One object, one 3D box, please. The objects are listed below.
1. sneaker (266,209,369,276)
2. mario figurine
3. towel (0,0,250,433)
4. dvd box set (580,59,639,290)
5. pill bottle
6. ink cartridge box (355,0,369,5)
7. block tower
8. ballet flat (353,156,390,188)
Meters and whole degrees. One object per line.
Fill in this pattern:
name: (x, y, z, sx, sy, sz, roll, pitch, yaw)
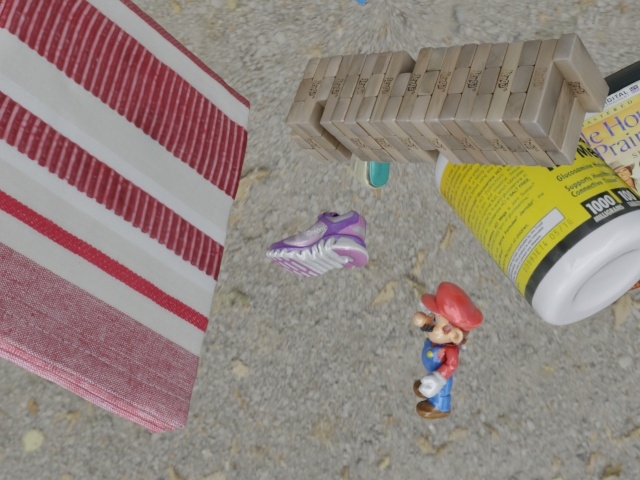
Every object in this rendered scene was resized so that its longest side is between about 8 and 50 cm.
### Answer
sneaker: (0.000, 0.000, 1.531, 0.236, 0.104, 0.095, -11, 148, 43)
mario figurine: (0.249, 0.238, 1.875, 0.170, 0.198, 0.320, -10, 119, -35)
towel: (-0.165, -0.049, 0.612, 0.037, 0.329, 0.237, -24, 133, 35)
dvd box set: (0.568, -0.105, 1.431, 0.307, 0.062, 0.420, -26, 122, 31)
pill bottle: (0.271, -0.069, 1.083, 0.188, 0.188, 0.334, -43, 58, 15)
ink cartridge box: (-0.015, -0.463, 1.031, 0.307, 0.223, 0.129, 30, 141, 3)
block tower: (0.112, -0.137, 0.856, 0.335, 0.091, 0.097, 4, 68, 41)
ballet flat: (0.113, -0.232, 1.722, 0.086, 0.086, 0.248, 10, 104, 2)
